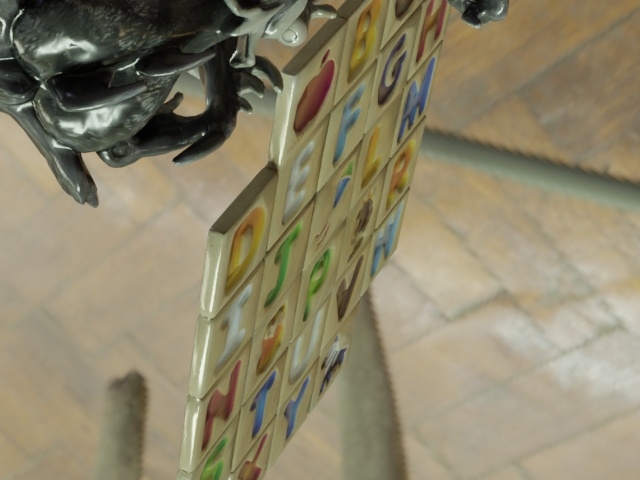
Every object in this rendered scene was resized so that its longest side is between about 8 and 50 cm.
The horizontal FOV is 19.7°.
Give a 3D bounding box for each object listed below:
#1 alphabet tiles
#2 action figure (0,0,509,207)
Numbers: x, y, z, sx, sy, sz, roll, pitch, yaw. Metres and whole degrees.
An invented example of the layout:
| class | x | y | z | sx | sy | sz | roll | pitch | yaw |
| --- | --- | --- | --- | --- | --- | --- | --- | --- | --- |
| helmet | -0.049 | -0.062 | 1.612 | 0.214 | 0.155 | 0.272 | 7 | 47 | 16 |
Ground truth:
| class | x | y | z | sx | sy | sz | roll | pitch | yaw |
| --- | --- | --- | --- | --- | --- | --- | --- | --- | --- |
| alphabet tiles | 0.000 | 0.000 | 1.024 | 0.011 | 0.285 | 0.342 | 24 | 133 | 15 |
| action figure | -0.054 | -0.114 | 0.768 | 0.141 | 0.275 | 0.164 | -116 | 8 | -50 |
